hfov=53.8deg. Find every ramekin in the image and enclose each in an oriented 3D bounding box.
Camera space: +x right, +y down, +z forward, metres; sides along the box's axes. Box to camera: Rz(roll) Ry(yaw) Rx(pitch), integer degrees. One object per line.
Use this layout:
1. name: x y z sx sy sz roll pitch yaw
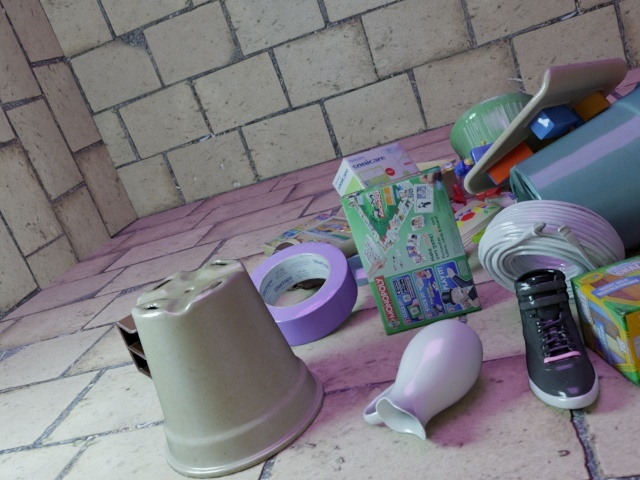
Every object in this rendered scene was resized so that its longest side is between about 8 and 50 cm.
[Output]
1. ramekin: 0.574 -0.306 1.985 0.303 0.303 0.148 -18 61 9

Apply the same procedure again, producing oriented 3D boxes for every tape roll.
1. tape roll: -0.050 0.126 1.552 0.274 0.090 0.275 -17 35 12

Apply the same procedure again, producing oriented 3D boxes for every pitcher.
1. pitcher: 0.170 0.235 1.075 0.207 0.125 0.177 -44 12 -30

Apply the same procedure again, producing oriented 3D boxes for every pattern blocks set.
1. pattern blocks set: 0.363 -0.041 1.565 0.324 0.026 0.285 -33 17 0

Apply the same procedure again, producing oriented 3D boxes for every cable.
1. cable: 0.425 0.027 1.177 0.257 0.257 0.089 -21 42 56

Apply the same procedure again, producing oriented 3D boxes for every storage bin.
1. storage bin: 0.296 -0.163 2.139 0.260 0.123 0.262 0 26 47

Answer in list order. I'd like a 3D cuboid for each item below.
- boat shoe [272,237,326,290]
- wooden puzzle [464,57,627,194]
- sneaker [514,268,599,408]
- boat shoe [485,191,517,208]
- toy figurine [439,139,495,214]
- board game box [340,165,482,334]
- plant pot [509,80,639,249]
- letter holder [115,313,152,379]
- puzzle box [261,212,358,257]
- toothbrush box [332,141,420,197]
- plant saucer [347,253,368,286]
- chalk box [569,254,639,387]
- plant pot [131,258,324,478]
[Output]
1. boat shoe: -0.082 0.082 1.824 0.123 0.123 0.342 -30 22 -20
2. wooden puzzle: 0.527 -0.244 1.447 0.322 0.081 0.348 -17 -30 -35
3. sneaker: 0.377 0.145 1.042 0.104 0.147 0.296 -14 19 14
4. boat shoe: 0.467 -0.030 1.584 0.109 0.091 0.305 -10 22 17
5. toy figurine: 0.501 -0.199 1.752 0.362 0.191 0.217 -15 -16 -2
6. board game box: 0.193 0.026 1.328 0.213 0.318 0.046 -16 15 11
7. plant pot: 0.609 -0.117 1.338 0.334 0.341 0.341 -26 16 8
8. letter holder: -0.328 0.219 1.618 0.301 0.152 0.214 -30 21 -30
9. puzzle box: 0.000 0.000 2.094 0.272 0.052 0.409 -26 18 -22
10. toothbrush box: 0.200 -0.117 1.779 0.206 0.283 0.122 -19 -27 -28
11. plant saucer: 0.114 0.072 1.764 0.194 0.038 0.195 -19 16 6
12. chalk box: 0.501 0.114 1.020 0.132 0.132 0.213 -20 17 -1
13. plant pot: -0.200 0.216 1.207 0.333 0.306 0.334 -19 17 6
